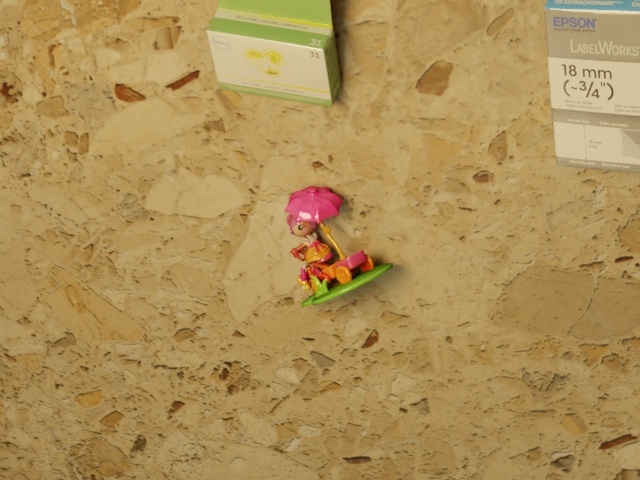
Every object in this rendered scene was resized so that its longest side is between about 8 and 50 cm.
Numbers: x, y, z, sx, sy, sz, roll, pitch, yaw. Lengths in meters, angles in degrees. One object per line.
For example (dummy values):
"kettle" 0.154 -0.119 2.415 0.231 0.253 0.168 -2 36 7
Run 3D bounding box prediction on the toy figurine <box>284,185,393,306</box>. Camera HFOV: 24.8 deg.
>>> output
"toy figurine" 0.000 0.000 2.104 0.173 0.130 0.159 -24 93 52

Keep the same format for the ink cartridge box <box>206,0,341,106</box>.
"ink cartridge box" -0.067 -0.284 1.942 0.171 0.056 0.235 11 148 14

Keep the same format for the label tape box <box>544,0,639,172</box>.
"label tape box" 0.404 -0.249 1.787 0.241 0.106 0.333 7 123 28
